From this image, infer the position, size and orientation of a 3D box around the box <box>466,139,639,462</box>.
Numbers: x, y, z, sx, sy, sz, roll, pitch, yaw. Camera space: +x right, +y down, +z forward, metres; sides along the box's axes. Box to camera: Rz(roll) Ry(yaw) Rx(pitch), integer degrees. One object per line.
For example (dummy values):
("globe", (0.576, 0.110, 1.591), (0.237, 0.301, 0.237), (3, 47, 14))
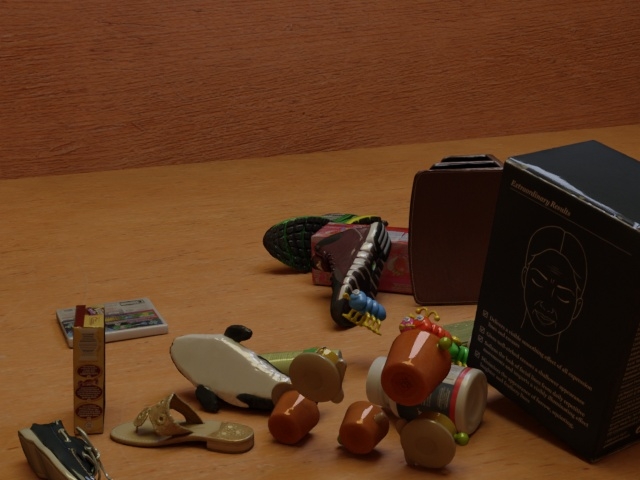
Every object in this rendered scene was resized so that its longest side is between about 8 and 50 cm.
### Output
("box", (0.426, 0.085, 1.596), (0.212, 0.396, 0.293), (-14, 34, -33))

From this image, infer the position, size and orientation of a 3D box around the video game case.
("video game case", (-0.435, 0.168, 2.112), (0.201, 0.023, 0.183), (-6, 17, -21))

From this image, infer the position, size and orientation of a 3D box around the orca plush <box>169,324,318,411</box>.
("orca plush", (-0.116, 0.229, 1.761), (0.287, 0.151, 0.102), (1, -15, 16))

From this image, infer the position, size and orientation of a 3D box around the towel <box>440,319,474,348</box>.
("towel", (0.269, 0.191, 1.989), (0.148, 0.027, 0.110), (-10, 18, -26))

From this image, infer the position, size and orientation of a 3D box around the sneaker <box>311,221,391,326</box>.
("sneaker", (0.039, 0.077, 2.187), (0.162, 0.106, 0.281), (-3, 39, 30))

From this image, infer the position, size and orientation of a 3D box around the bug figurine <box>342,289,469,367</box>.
("bug figurine", (0.170, 0.165, 1.824), (0.216, 0.072, 0.279), (35, -9, -35))

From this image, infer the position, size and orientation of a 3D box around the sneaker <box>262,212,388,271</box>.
("sneaker", (0.000, 0.000, 2.516), (0.343, 0.134, 0.146), (-2, 7, -37))

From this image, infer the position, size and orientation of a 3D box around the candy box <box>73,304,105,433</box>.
("candy box", (-0.380, 0.211, 1.673), (0.053, 0.187, 0.109), (-1, 15, -11))

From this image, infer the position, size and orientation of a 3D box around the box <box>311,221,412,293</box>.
("box", (0.117, 0.038, 2.343), (0.256, 0.123, 0.128), (5, 17, 19))

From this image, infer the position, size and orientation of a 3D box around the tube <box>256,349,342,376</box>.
("tube", (-0.080, 0.229, 1.840), (0.240, 0.070, 0.062), (-1, 54, 10))

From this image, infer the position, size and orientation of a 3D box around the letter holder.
("letter holder", (0.287, -0.024, 2.230), (0.214, 0.302, 0.152), (-3, 17, -4))

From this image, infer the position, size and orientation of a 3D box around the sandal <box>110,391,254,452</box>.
("sandal", (-0.221, 0.280, 1.621), (0.240, 0.079, 0.088), (3, 17, 14))

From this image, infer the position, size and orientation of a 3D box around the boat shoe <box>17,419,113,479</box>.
("boat shoe", (-0.363, 0.321, 1.477), (0.079, 0.095, 0.254), (-24, 17, -29))

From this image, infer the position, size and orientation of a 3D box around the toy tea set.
("toy tea set", (0.068, 0.231, 1.576), (0.336, 0.200, 0.124), (1, 24, 25))

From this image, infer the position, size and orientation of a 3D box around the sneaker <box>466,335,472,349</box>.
("sneaker", (0.387, 0.210, 1.856), (0.216, 0.079, 0.121), (-7, 27, -17))

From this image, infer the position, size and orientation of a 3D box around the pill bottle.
("pill bottle", (0.171, 0.246, 1.664), (0.180, 0.108, 0.108), (9, 19, 31))
